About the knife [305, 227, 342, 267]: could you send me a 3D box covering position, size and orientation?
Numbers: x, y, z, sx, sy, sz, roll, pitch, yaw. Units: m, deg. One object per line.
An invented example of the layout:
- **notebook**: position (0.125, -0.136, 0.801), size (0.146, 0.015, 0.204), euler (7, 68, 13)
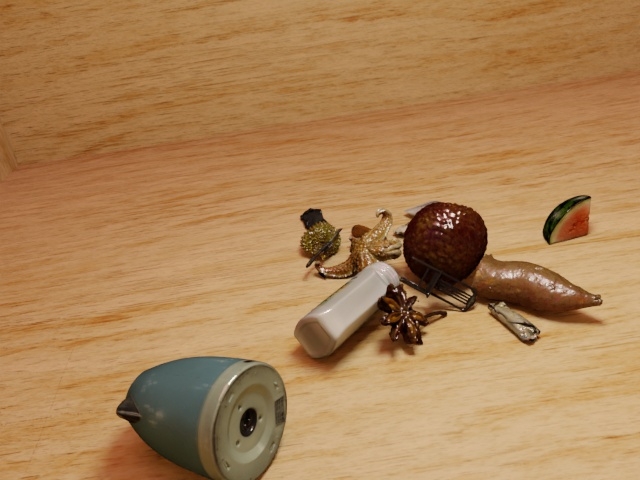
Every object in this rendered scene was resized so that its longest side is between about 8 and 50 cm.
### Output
- **knife**: position (0.011, 0.029, 1.946), size (0.222, 0.021, 0.045), euler (-47, 4, -41)

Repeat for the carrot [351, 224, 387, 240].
- **carrot**: position (0.169, -0.017, 2.062), size (0.060, 0.060, 0.186), euler (-22, 27, -23)

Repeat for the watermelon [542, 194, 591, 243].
- **watermelon**: position (0.796, -0.078, 1.941), size (0.193, 0.137, 0.145), euler (-49, 26, 14)

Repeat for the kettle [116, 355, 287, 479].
- **kettle**: position (-0.259, 0.370, 1.323), size (0.342, 0.247, 0.319), euler (1, -3, 33)

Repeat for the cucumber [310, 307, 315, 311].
- **cucumber**: position (0.043, 0.196, 1.721), size (0.155, 0.037, 0.037), euler (-13, 28, -6)

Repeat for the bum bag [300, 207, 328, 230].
- **bum bag**: position (-0.023, -0.076, 2.237), size (0.087, 0.049, 0.197), euler (-18, 29, -6)

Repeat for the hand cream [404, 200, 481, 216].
- **hand cream**: position (0.431, -0.091, 2.096), size (0.140, 0.089, 0.314), euler (-18, 25, -19)

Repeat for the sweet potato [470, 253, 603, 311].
- **sweet potato**: position (0.586, 0.126, 1.603), size (0.337, 0.131, 0.131), euler (11, 34, 34)

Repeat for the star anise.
- **star anise**: position (0.238, 0.210, 1.556), size (0.234, 0.073, 0.177), euler (29, 50, -17)

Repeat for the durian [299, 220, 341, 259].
- **durian**: position (0.000, 0.000, 2.039), size (0.146, 0.102, 0.208), euler (-2, 32, 0)

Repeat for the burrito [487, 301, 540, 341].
- **burrito**: position (0.507, 0.210, 1.555), size (0.051, 0.042, 0.171), euler (-15, 25, -17)

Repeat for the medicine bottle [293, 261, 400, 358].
- **medicine bottle**: position (0.084, 0.177, 1.605), size (0.324, 0.179, 0.124), euler (-33, 80, -38)

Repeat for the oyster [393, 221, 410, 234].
- **oyster**: position (0.326, -0.042, 2.075), size (0.146, 0.045, 0.121), euler (-18, 31, -1)

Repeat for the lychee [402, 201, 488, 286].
- **lychee**: position (0.362, 0.005, 1.756), size (0.261, 0.260, 0.260), euler (-7, 28, 4)

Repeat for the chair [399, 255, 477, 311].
- **chair**: position (0.327, 0.124, 1.612), size (0.212, 0.084, 0.101), euler (29, 5, 8)

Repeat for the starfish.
- **starfish**: position (0.125, 0.039, 1.894), size (0.303, 0.113, 0.312), euler (-34, 26, 9)
